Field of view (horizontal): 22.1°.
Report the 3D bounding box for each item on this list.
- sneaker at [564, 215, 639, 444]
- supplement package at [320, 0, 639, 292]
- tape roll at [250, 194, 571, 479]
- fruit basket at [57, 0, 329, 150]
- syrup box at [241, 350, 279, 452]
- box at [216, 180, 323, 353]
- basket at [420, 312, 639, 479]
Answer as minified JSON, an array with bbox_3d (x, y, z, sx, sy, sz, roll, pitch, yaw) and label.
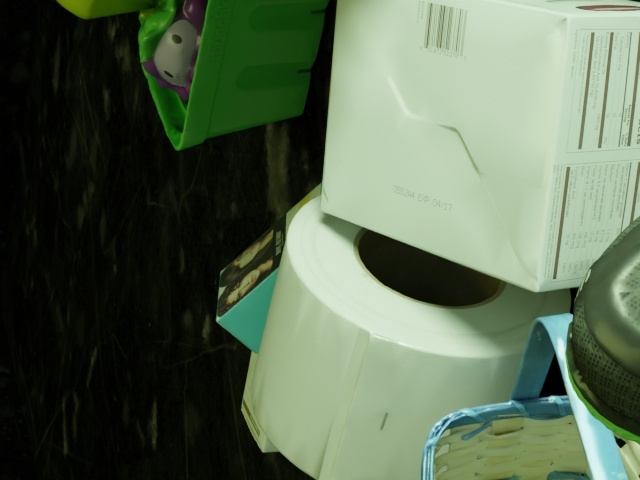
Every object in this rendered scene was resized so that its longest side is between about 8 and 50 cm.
[{"bbox_3d":[0.302,-0.014,0.634,0.483,0.202,0.185,-13,55,36],"label":"sneaker"},{"bbox_3d":[0.140,-0.096,1.278,0.262,0.145,0.204,22,111,49],"label":"supplement package"},{"bbox_3d":[0.074,0.085,1.403,0.246,0.246,0.169,-117,34,-50],"label":"tape roll"},{"bbox_3d":[-0.187,-0.322,1.914,0.283,0.392,0.392,-117,33,-49],"label":"fruit basket"},{"bbox_3d":[-0.017,0.118,1.847,0.096,0.093,0.237,-124,39,-55],"label":"syrup box"},{"bbox_3d":[0.000,0.000,1.651,0.244,0.060,0.100,-41,23,20],"label":"box"},{"bbox_3d":[0.178,0.223,1.188,0.289,0.201,0.255,105,157,-57],"label":"basket"}]
